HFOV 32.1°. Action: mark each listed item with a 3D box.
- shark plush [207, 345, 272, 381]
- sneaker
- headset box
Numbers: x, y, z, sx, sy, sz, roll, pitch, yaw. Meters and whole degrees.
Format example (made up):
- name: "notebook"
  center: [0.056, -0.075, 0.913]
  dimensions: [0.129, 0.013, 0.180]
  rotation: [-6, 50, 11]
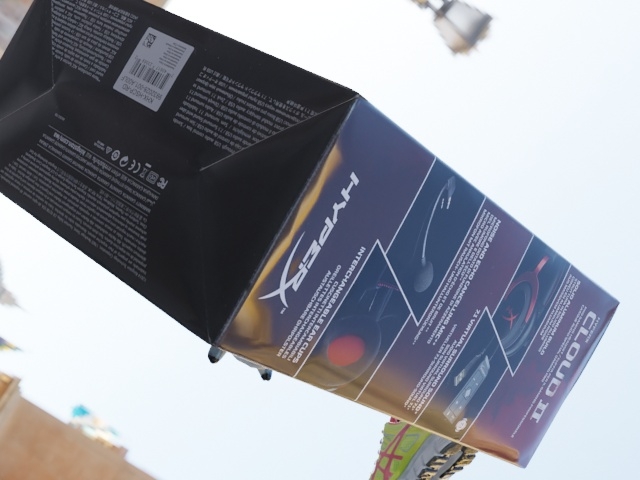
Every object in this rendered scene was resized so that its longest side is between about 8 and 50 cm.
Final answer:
- name: "shark plush"
  center: [-0.062, 0.072, 1.122]
  dimensions: [0.067, 0.073, 0.161]
  rotation: [-49, -158, 29]
- name: "sneaker"
  center: [0.096, 0.239, 1.228]
  dimensions: [0.208, 0.081, 0.094]
  rotation: [-52, -132, 38]
- name: "headset box"
  center: [0.000, 0.000, 0.566]
  dimensions: [0.218, 0.293, 0.110]
  rotation: [30, -90, 40]
